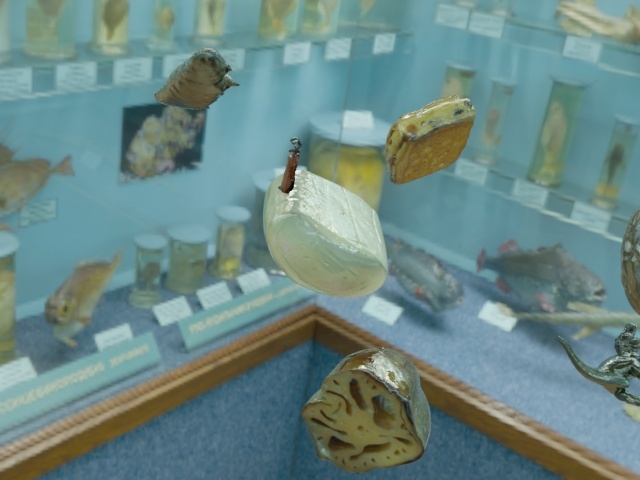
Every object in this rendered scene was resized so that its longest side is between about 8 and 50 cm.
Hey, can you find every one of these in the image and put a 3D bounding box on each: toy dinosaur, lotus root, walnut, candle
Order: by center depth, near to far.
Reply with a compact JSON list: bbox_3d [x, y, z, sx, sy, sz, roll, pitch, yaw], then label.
[{"bbox_3d":[0.555,0.033,1.341,0.178,0.231,0.178,17,-14,4],"label":"walnut"},{"bbox_3d":[-0.045,-0.115,1.366,0.021,0.167,0.026,-27,74,-18],"label":"candle"},{"bbox_3d":[0.086,0.252,1.417,0.188,0.199,0.180,-12,23,27],"label":"lotus root"},{"bbox_3d":[0.485,0.201,1.483,0.178,0.087,0.187,25,28,14],"label":"toy dinosaur"}]

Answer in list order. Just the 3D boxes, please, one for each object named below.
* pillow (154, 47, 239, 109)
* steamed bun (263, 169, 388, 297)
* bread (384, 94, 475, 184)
[{"bbox_3d":[-0.193,-0.250,1.388,0.093,0.051,0.241,24,-20,-23],"label":"pillow"},{"bbox_3d":[0.000,0.000,1.566,0.250,0.155,0.200,27,33,-26],"label":"steamed bun"},{"bbox_3d":[0.249,-0.241,2.055,0.210,0.235,0.099,-23,67,-16],"label":"bread"}]
